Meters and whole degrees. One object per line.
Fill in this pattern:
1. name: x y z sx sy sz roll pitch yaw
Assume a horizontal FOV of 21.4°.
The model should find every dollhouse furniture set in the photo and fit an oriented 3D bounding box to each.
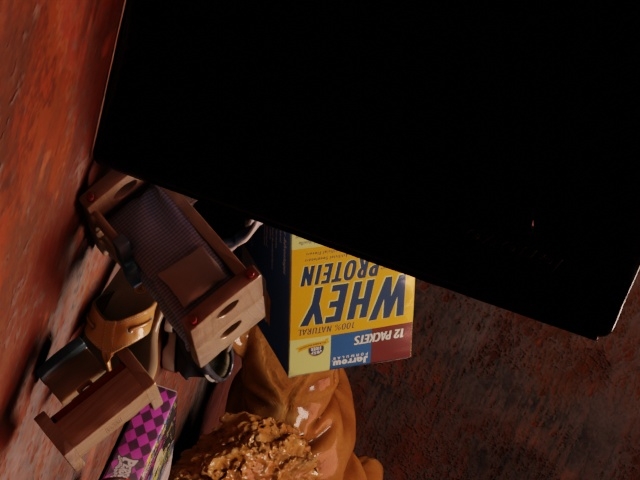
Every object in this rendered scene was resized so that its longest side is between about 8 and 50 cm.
1. dollhouse furniture set: -0.151 0.050 1.225 0.184 0.129 0.129 -39 168 -11

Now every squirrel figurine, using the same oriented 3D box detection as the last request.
1. squirrel figurine: -0.053 0.274 2.326 0.397 0.281 0.370 -69 170 -55

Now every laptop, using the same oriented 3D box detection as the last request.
1. laptop: 0.094 -0.212 1.155 0.236 0.382 0.408 102 8 -64

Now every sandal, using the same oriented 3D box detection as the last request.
1. sandal: -0.156 0.063 1.361 0.049 0.072 0.180 73 32 -56

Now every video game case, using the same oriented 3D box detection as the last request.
1. video game case: -0.215 0.299 1.806 0.210 0.042 0.232 103 8 -55

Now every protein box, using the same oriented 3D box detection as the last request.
1. protein box: 0.000 0.000 1.758 0.201 0.136 0.199 -126 -147 -56

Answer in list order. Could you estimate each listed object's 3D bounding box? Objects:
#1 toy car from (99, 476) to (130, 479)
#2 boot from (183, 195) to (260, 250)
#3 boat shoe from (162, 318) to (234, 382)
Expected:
1. toy car: -0.230 0.365 1.608 0.225 0.053 0.239 -49 135 -33
2. boot: -0.036 -0.055 1.536 0.258 0.095 0.123 -34 -168 28
3. boat shoe: -0.121 0.086 1.794 0.254 0.079 0.095 103 8 -59
